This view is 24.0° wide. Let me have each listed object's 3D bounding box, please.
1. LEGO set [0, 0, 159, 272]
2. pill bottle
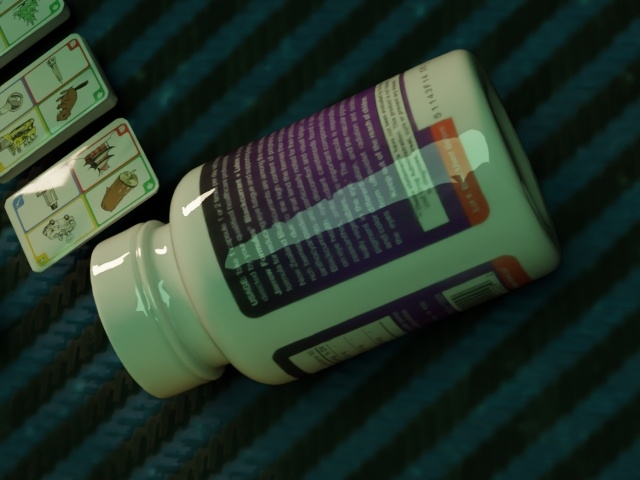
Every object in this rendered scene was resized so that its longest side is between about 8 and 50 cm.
[{"bbox_3d":[-0.204,-0.014,0.794,0.244,0.060,0.182,-35,58,7],"label":"LEGO set"},{"bbox_3d":[0.000,0.000,0.676,0.193,0.108,0.108,-23,73,12],"label":"pill bottle"}]
